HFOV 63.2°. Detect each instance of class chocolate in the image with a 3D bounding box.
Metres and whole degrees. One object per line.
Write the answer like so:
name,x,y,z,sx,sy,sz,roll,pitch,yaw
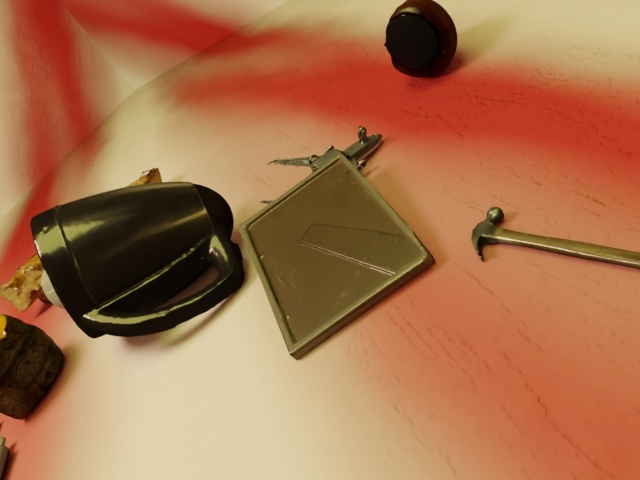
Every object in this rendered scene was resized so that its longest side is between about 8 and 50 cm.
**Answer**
chocolate,0.174,-0.347,0.894,0.124,0.127,0.133,-27,16,43

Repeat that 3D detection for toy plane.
toy plane,0.012,-0.103,0.791,0.226,0.058,0.226,-45,47,-12

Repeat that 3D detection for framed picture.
framed picture,0.000,0.000,0.650,0.189,0.023,0.260,-36,41,3

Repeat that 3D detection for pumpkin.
pumpkin,-0.526,0.193,0.881,0.247,0.131,0.126,12,64,47

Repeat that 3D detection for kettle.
kettle,-0.258,0.004,0.792,0.271,0.208,0.250,-26,15,-15

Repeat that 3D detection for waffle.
waffle,-0.524,-0.016,1.187,0.348,0.078,0.304,-29,24,15

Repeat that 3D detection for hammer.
hammer,0.214,0.006,0.473,0.062,0.017,0.182,-48,33,-17

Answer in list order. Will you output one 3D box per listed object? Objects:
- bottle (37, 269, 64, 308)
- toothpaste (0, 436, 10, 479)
bottle,-0.445,0.064,0.993,0.245,0.104,0.104,-24,33,21
toothpaste,-0.448,0.339,0.690,0.057,0.034,0.197,-49,30,12
